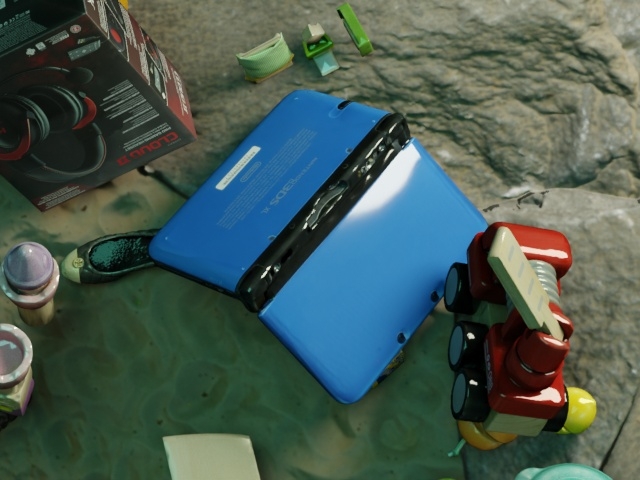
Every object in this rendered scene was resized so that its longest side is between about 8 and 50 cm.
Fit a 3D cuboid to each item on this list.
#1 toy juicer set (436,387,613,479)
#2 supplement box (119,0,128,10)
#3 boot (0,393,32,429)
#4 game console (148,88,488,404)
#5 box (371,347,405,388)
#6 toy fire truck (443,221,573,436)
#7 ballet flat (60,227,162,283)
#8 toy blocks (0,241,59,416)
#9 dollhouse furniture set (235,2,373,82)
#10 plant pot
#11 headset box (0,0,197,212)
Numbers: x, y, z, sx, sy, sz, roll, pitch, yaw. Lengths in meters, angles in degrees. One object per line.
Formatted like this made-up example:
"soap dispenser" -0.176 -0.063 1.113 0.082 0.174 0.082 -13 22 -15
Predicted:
"toy juicer set" 0.285 0.271 1.779 0.329 0.089 0.209 14 62 15
"supplement box" -0.348 -0.284 1.917 0.194 0.191 0.129 -5 56 8
"boot" -0.615 0.139 1.901 0.367 0.146 0.445 -42 80 -14
"game console" 0.000 0.000 1.849 0.250 0.173 0.293 20 57 38
"box" 0.021 0.088 1.863 0.054 0.059 0.169 -41 75 -4
"toy fire truck" 0.206 0.056 1.703 0.158 0.246 0.217 10 52 -12
"ballet flat" -0.226 0.011 1.924 0.173 0.049 0.057 -14 75 6
"toy blocks" -0.438 0.121 1.707 0.288 0.260 0.309 11 67 -1
"dollhouse furniture set" -0.018 -0.217 1.926 0.151 0.076 0.059 -27 75 2
"plant pot" -0.117 0.268 1.829 0.096 0.109 0.109 -14 76 -7
"headset box" -0.292 -0.167 1.856 0.218 0.293 0.110 -24 55 11
